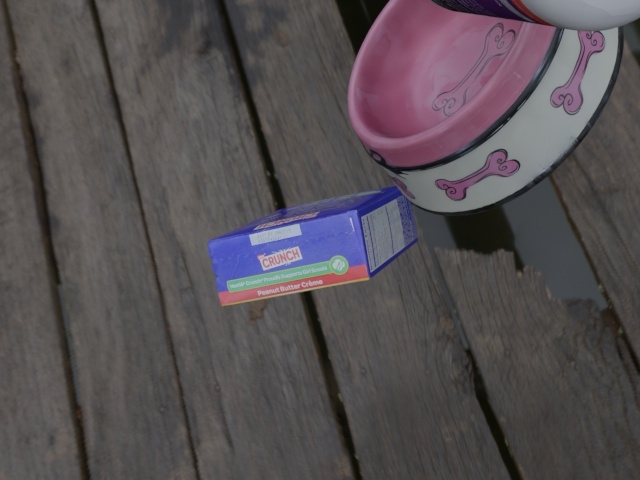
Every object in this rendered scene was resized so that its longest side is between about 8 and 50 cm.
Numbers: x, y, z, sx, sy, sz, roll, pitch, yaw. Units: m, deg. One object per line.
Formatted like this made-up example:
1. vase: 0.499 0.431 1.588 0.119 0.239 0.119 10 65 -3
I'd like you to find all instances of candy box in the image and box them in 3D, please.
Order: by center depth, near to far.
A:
1. candy box: 0.000 0.000 1.387 0.268 0.317 0.122 -10 96 23

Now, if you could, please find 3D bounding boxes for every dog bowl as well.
1. dog bowl: 0.206 -0.247 1.145 0.408 0.150 0.408 -32 43 35

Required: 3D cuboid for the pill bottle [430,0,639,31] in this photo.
1. pill bottle: 0.183 -0.301 0.752 0.181 0.181 0.323 -35 26 -4
